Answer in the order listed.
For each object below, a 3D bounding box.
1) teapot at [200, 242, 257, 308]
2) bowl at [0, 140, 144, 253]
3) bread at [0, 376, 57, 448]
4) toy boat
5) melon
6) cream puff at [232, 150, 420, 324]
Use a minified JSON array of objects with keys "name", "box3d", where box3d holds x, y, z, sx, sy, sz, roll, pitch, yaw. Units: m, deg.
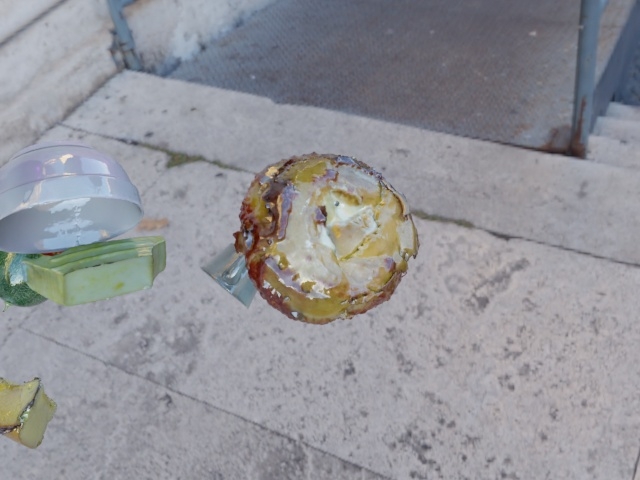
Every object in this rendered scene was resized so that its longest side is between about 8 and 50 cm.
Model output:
[{"name":"teapot","box3d":[-0.204,0.069,1.907,0.162,0.239,0.149,38,82,2]},{"name":"bowl","box3d":[-0.483,-0.088,1.362,0.287,0.287,0.144,-15,78,-2]},{"name":"bread","box3d":[-0.693,0.376,1.665,0.169,0.160,0.140,26,63,-8]},{"name":"toy boat","box3d":[-0.434,0.061,1.437,0.276,0.111,0.084,-8,41,-21]},{"name":"melon","box3d":[-0.642,0.031,1.657,0.182,0.182,0.287,10,69,23]},{"name":"cream puff","box3d":[-0.003,-0.004,1.368,0.350,0.350,0.228,-43,7,-28]}]
